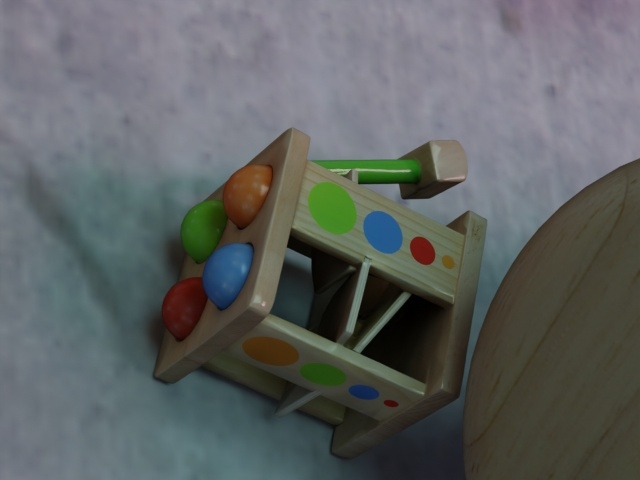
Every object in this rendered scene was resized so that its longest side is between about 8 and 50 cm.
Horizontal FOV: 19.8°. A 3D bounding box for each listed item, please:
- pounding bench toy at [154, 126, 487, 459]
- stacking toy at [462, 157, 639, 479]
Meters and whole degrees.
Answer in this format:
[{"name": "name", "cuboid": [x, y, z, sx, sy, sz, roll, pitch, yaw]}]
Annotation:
[{"name": "pounding bench toy", "cuboid": [0.000, 0.000, 0.461, 0.065, 0.052, 0.083, 26, 56, -20]}, {"name": "stacking toy", "cuboid": [0.185, 0.042, 0.506, 0.330, 0.141, 0.141, -4, 69, -50]}]
